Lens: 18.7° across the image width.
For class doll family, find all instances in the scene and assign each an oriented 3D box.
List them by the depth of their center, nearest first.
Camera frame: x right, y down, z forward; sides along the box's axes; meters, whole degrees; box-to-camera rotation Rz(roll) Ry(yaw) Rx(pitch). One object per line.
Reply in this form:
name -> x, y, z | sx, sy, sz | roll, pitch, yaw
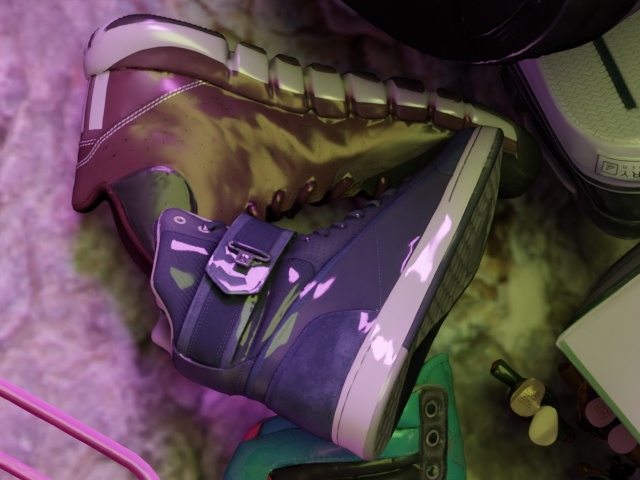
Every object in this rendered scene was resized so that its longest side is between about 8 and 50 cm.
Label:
doll family -> 0.182, 0.134, 1.148 | 0.076, 0.111, 0.193 | -36, 86, 1

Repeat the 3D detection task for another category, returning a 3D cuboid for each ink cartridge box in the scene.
ink cartridge box -> 0.232, 0.068, 1.120 | 0.093, 0.212, 0.154 | -41, 87, 17

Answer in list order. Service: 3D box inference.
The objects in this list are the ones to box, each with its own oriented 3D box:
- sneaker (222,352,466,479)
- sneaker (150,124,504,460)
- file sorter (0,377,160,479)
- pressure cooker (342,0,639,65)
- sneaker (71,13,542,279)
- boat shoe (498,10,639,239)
sneaker -> 0.076, 0.156, 1.095 | 0.295, 0.124, 0.178 | 11, 78, -13
sneaker -> 0.000, -0.001, 1.058 | 0.163, 0.086, 0.226 | 19, 51, 16
file sorter -> -0.212, 0.186, 0.889 | 0.202, 0.291, 0.182 | 31, 57, -5
pressure cooker -> 0.167, -0.329, 1.032 | 0.420, 0.370, 0.375 | -35, 79, -23
sneaker -> -0.016, -0.021, 1.146 | 0.281, 0.106, 0.163 | 14, 78, -7
boat shoe -> 0.142, -0.144, 1.221 | 0.121, 0.119, 0.335 | -6, 53, -7
